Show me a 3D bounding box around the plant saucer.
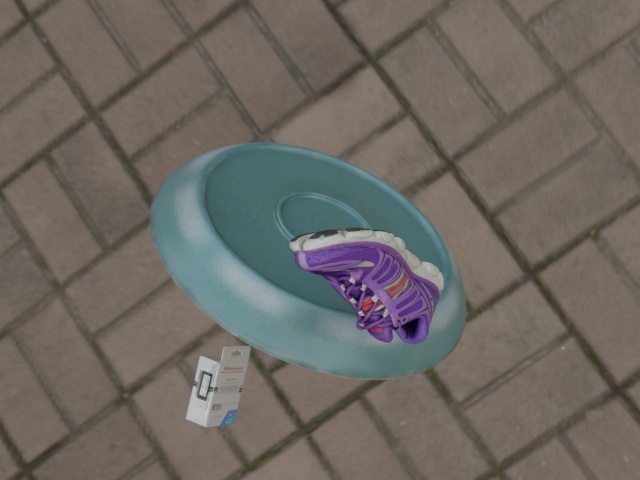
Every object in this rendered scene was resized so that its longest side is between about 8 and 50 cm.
[{"bbox_3d":[0.000,0.000,0.991,0.317,0.317,0.044,36,125,14],"label":"plant saucer"}]

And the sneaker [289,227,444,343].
[{"bbox_3d":[0.041,0.037,0.799,0.068,0.170,0.071,-7,66,38],"label":"sneaker"}]

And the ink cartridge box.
[{"bbox_3d":[-0.102,0.142,1.066,0.028,0.048,0.083,16,94,32],"label":"ink cartridge box"}]
